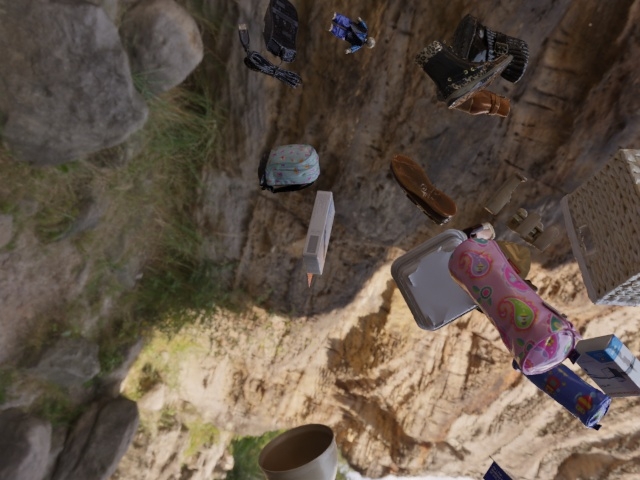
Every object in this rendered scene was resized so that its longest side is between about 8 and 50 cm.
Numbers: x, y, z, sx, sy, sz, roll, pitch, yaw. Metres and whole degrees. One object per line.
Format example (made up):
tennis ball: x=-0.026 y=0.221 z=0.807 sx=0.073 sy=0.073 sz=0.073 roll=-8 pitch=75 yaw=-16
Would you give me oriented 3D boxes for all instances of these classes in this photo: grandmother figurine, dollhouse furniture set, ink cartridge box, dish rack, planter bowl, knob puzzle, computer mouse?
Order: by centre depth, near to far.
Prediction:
planter bowl: x=-0.032 y=0.464 z=1.029 sx=0.162 sy=0.162 sz=0.109 roll=-143 pitch=-147 yaw=-81
computer mouse: x=-0.137 y=-0.513 z=1.282 sx=0.060 sy=0.184 sz=0.262 roll=-21 pitch=-113 yaw=46
ink cartridge box: x=0.528 y=0.678 z=1.314 sx=0.065 sy=0.333 sz=0.165 roll=-45 pitch=-141 yaw=-1
knob puzzle: x=0.556 y=0.076 z=1.564 sx=0.030 sy=0.213 sz=0.213 roll=66 pitch=32 yaw=-48
ink cartridge box: x=0.914 y=0.396 z=1.595 sx=0.082 sy=0.191 sz=0.139 roll=-42 pitch=179 yaw=-29
dish rack: x=0.425 y=0.155 z=1.765 sx=0.285 sy=0.333 sz=0.072 roll=-29 pitch=-158 yaw=2
dollhouse furniture set: x=0.733 y=-0.104 z=1.807 sx=0.161 sy=0.242 sz=0.212 roll=-51 pitch=176 yaw=12
ink cartridge box: x=0.000 y=0.000 z=1.978 sx=0.261 sy=0.066 sz=0.296 roll=80 pitch=19 yaw=-57
grandmother figurine: x=0.597 y=-0.005 z=2.076 sx=0.342 sy=0.104 sz=0.208 roll=-1 pitch=128 yaw=-54

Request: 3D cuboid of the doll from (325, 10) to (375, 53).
doll: x=0.106 y=-0.705 z=1.735 sx=0.046 sy=0.188 sz=0.129 roll=29 pitch=-77 yaw=58

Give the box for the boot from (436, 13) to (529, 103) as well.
boot: x=0.563 y=-0.583 z=1.736 sx=0.348 sy=0.260 sz=0.131 roll=-69 pitch=-166 yaw=-10

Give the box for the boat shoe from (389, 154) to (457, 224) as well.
boat shoe: x=0.244 y=-0.120 z=1.260 sx=0.073 sy=0.207 sz=0.073 roll=-38 pitch=173 yaw=-23

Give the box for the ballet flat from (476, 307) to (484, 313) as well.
ballet flat: x=0.674 y=0.219 z=1.844 sx=0.483 sy=0.182 sz=0.164 roll=39 pitch=-73 yaw=57

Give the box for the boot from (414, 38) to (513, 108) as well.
boot: x=0.391 y=-0.488 z=1.385 sx=0.236 sy=0.179 sz=0.085 roll=-36 pitch=170 yaw=-10

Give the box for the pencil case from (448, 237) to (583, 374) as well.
pencil case: x=0.356 y=0.115 z=0.959 sx=0.124 sy=0.124 sz=0.284 roll=-63 pitch=-147 yaw=27

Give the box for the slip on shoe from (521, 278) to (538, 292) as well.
slip on shoe: x=0.572 y=0.127 z=1.418 sx=0.041 sy=0.051 sz=0.135 roll=-38 pitch=177 yaw=12

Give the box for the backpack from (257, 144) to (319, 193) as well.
backpack: x=-0.093 y=-0.227 z=1.558 sx=0.115 sy=0.181 sz=0.152 roll=78 pitch=17 yaw=-50

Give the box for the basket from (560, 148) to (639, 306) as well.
basket: x=0.857 y=-0.026 z=1.283 sx=0.266 sy=0.331 sz=0.329 roll=110 pitch=-19 yaw=-60

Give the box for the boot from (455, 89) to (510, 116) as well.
boot: x=0.611 y=-0.562 z=1.941 sx=0.283 sy=0.220 sz=0.109 roll=-69 pitch=170 yaw=-55

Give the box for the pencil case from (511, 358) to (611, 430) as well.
pencil case: x=0.764 y=0.452 z=1.609 sx=0.306 sy=0.133 sz=0.119 roll=41 pitch=-64 yaw=46
